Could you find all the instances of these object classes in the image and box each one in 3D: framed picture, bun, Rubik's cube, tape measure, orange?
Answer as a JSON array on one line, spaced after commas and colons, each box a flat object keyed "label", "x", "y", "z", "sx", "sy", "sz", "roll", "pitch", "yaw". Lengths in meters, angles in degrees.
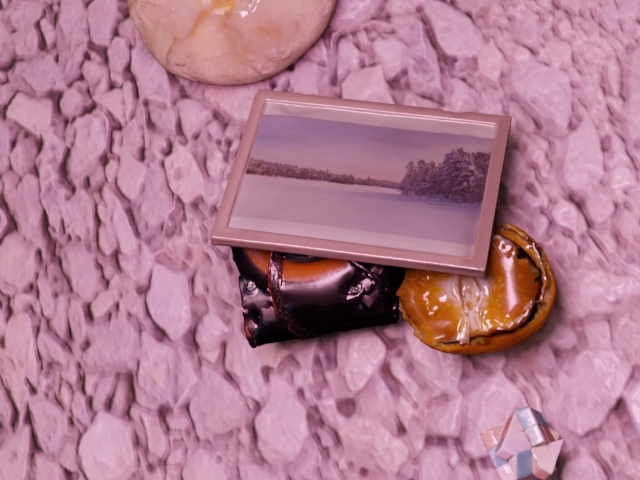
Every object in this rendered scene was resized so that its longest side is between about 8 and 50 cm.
[{"label": "framed picture", "x": 0.047, "y": -0.066, "z": 1.459, "sx": 0.289, "sy": 0.016, "sz": 0.213, "roll": 7, "pitch": 55, "yaw": 11}, {"label": "bun", "x": -0.114, "y": -0.326, "z": 1.649, "sx": 0.287, "sy": 0.146, "sz": 0.287, "roll": -7, "pitch": 73, "yaw": 21}, {"label": "Rubik's cube", "x": 0.214, "y": 0.212, "z": 1.408, "sx": 0.073, "sy": 0.084, "sz": 0.075, "roll": -30, "pitch": 83, "yaw": 15}, {"label": "tape measure", "x": 0.000, "y": 0.000, "z": 1.516, "sx": 0.202, "sy": 0.135, "sz": 0.223, "roll": -11, "pitch": 66, "yaw": 13}, {"label": "orange", "x": 0.171, "y": 0.057, "z": 1.450, "sx": 0.160, "sy": 0.112, "sz": 0.170, "roll": -47, "pitch": 42, "yaw": 5}]
